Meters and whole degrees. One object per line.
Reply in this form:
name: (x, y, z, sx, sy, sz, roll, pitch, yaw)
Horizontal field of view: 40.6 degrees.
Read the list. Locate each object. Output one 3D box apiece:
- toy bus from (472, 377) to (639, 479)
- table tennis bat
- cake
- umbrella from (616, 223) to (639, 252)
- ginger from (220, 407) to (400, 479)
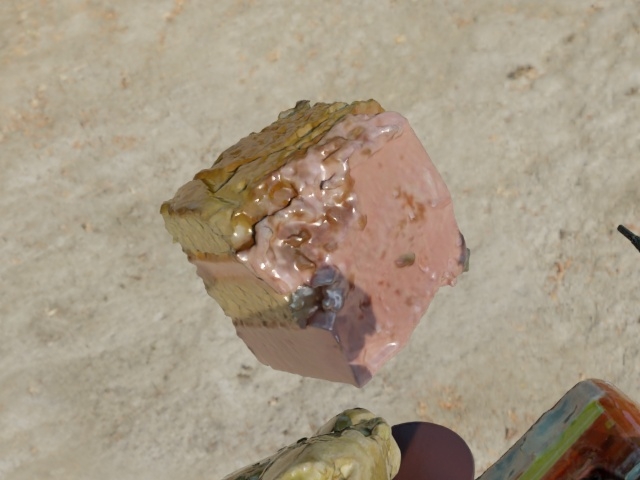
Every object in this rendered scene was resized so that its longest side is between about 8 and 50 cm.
toy bus: (0.113, 0.201, 0.478, 0.265, 0.121, 0.120, -50, 25, 14)
table tennis bat: (0.069, 0.214, 0.819, 0.158, 0.014, 0.095, 3, 58, 25)
cake: (0.000, 0.000, 1.191, 0.314, 0.307, 0.293, -39, 23, -26)
umbrella: (0.323, 0.043, 0.701, 0.044, 0.044, 0.269, -14, 35, -11)
ginger: (-0.019, 0.131, 0.407, 0.133, 0.214, 0.059, -32, 82, -4)
